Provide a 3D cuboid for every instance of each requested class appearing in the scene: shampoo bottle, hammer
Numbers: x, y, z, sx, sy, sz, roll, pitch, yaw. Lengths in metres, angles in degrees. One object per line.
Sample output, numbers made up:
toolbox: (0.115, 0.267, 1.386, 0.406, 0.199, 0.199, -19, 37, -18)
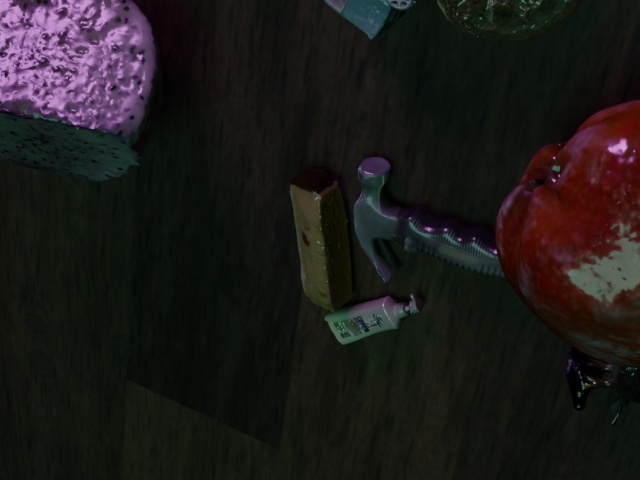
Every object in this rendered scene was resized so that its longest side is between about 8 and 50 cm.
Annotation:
shampoo bottle: (0.070, 0.095, 1.993, 0.141, 0.034, 0.049, -17, 108, 40)
hammer: (0.145, -0.002, 1.855, 0.226, 0.041, 0.158, 15, 133, 21)

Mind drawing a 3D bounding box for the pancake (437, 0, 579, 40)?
pancake: (0.187, -0.258, 1.575, 0.158, 0.028, 0.158, -2, 137, -2)

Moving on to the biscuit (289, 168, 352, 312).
biscuit: (0.000, 0.000, 1.945, 0.056, 0.052, 0.188, 22, 135, 33)

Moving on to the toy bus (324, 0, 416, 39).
toy bus: (0.085, -0.319, 1.591, 0.109, 0.091, 0.261, 35, 136, 12)

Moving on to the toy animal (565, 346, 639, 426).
toy animal: (0.355, 0.141, 1.841, 0.105, 0.070, 0.202, 28, 135, -9)

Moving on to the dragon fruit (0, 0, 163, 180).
dragon fruit: (-0.315, -0.202, 1.881, 0.283, 0.204, 0.221, 13, 163, 2)

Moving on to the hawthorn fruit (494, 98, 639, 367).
hawthorn fruit: (0.314, -0.009, 1.598, 0.284, 0.284, 0.284, 18, 134, 19)
